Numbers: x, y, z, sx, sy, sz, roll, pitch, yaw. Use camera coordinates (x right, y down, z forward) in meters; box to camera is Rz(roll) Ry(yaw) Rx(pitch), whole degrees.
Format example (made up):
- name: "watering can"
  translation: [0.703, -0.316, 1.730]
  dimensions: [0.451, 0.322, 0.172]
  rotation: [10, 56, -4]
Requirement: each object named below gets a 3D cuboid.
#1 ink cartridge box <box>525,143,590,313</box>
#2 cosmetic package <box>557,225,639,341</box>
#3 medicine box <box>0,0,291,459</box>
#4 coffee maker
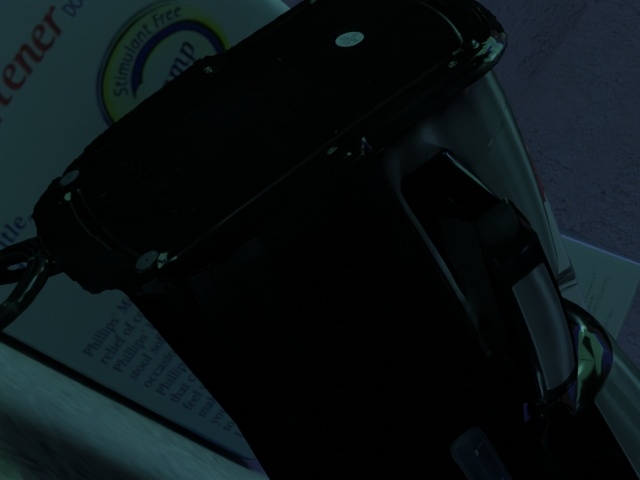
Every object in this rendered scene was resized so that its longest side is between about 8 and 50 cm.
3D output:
- name: "ink cartridge box"
  translation: [0.096, -0.006, 0.977]
  dimensions: [0.158, 0.092, 0.218]
  rotation: [53, -4, 47]
- name: "cosmetic package"
  translation: [0.113, 0.017, 1.495]
  dimensions: [0.385, 0.156, 0.217]
  rotation: [19, 4, -6]
- name: "medicine box"
  translation: [-0.133, -0.082, 0.560]
  dimensions: [0.289, 0.149, 0.263]
  rotation: [35, 2, -41]
- name: "coffee maker"
  translation: [0.004, 0.038, 0.422]
  dimensions: [0.178, 0.171, 0.120]
  rotation: [60, 12, -30]
